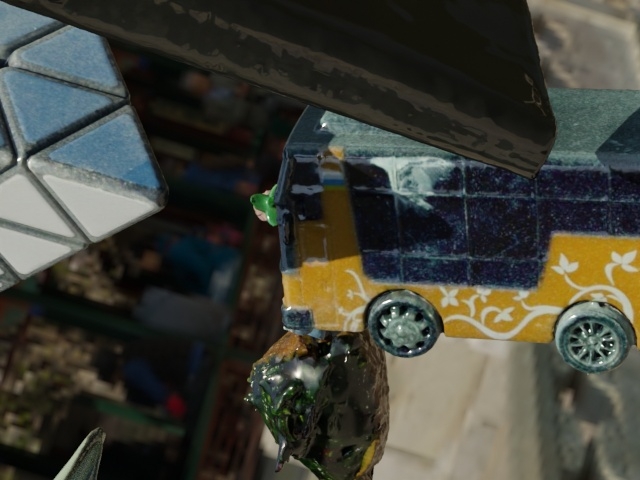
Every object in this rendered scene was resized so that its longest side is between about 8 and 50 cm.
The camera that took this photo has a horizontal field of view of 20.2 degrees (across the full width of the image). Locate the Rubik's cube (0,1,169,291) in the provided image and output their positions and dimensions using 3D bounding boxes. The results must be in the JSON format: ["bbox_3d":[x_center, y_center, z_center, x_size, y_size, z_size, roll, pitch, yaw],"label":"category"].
[{"bbox_3d":[-0.251,-0.082,1.330,0.228,0.229,0.233,-29,5,3],"label":"Rubik's cube"}]

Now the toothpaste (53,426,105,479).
[{"bbox_3d":[-0.205,0.225,1.382,0.268,0.047,0.069,-70,-38,-73],"label":"toothpaste"}]

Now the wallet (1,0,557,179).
[{"bbox_3d":[-0.032,-0.180,1.202,0.062,0.406,0.228,-52,32,36],"label":"wallet"}]

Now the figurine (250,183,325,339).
[{"bbox_3d":[-0.003,-0.001,1.680,0.114,0.144,0.178,-18,-53,-89],"label":"figurine"}]

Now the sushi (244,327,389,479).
[{"bbox_3d":[-0.005,0.172,1.853,0.140,0.149,0.287,-76,-13,-53],"label":"sushi"}]

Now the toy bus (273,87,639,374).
[{"bbox_3d":[0.132,-0.020,1.419,0.162,0.323,0.194,-62,-29,-57],"label":"toy bus"}]
